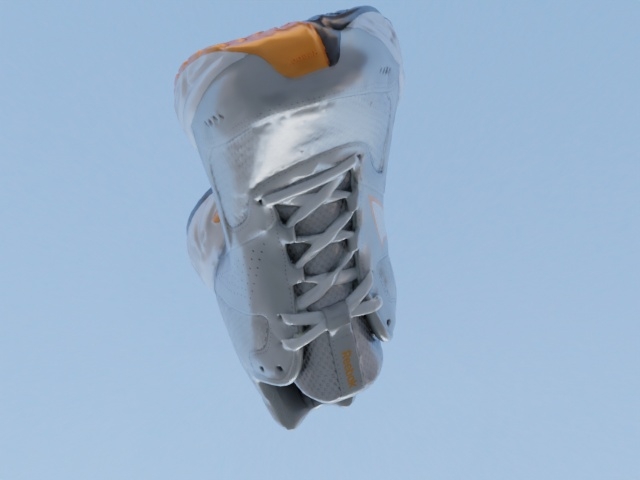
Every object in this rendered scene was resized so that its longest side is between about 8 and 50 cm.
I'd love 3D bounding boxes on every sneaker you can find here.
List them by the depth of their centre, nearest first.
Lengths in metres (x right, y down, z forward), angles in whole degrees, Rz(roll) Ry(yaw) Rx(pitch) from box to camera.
[{"bbox_3d":[0.000,0.000,0.787,0.099,0.262,0.121,-16,-111,-8],"label":"sneaker"}]
